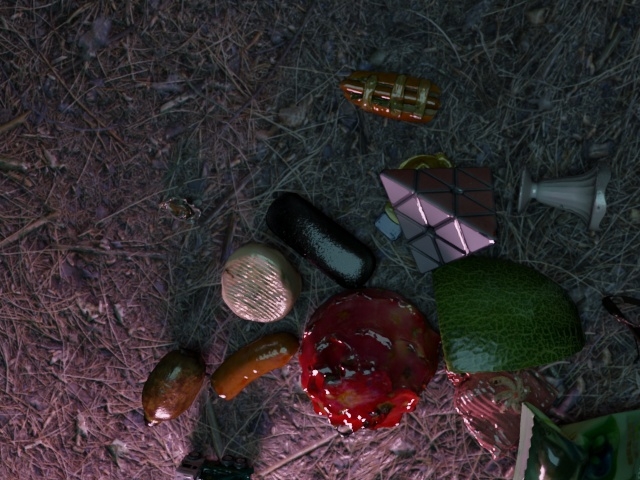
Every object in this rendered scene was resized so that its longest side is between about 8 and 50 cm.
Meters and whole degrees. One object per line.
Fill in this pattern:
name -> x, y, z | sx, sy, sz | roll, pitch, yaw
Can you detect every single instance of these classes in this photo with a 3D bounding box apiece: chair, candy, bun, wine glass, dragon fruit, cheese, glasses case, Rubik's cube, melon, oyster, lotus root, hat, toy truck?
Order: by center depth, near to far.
chair -> 0.758, 0.202, 1.515 | 0.149, 0.174, 0.213 | -33, 100, 19
wine glass -> 0.563, -0.107, 1.526 | 0.196, 0.165, 0.165 | 5, 98, 19
Rubik's cube -> 0.296, -0.064, 1.535 | 0.233, 0.229, 0.228 | -14, 76, 21
melon -> 0.452, 0.186, 1.580 | 0.343, 0.331, 0.226 | -9, 131, 6
candy -> 0.655, 0.519, 1.582 | 0.397, 0.172, 0.263 | 2, 102, 0
hat -> 0.428, 0.381, 1.639 | 0.286, 0.107, 0.237 | 43, 88, 0
cheese -> 0.233, -0.111, 1.643 | 0.156, 0.064, 0.250 | 42, 103, 5
dragon fruit -> 0.112, 0.311, 1.646 | 0.386, 0.249, 0.371 | -10, 99, 16
glasses case -> 0.000, 0.000, 1.698 | 0.321, 0.082, 0.122 | 38, 94, 11
bun -> -0.153, 0.108, 1.736 | 0.209, 0.116, 0.237 | 22, 125, 3
oyster -> -0.382, -0.087, 1.813 | 0.098, 0.037, 0.100 | -31, 111, 33
lotus root -> -0.415, 0.411, 1.823 | 0.128, 0.145, 0.260 | 42, 106, 46
toy truck -> -0.302, 0.672, 1.843 | 0.216, 0.116, 0.110 | 7, 99, 12

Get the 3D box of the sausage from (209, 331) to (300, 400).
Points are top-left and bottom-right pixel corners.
sausage -> -0.175, 0.329, 1.781 | 0.270, 0.109, 0.109 | -32, 89, 15

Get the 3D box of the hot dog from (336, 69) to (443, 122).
hot dog -> 0.171, -0.359, 1.624 | 0.269, 0.072, 0.109 | 14, 98, 10
